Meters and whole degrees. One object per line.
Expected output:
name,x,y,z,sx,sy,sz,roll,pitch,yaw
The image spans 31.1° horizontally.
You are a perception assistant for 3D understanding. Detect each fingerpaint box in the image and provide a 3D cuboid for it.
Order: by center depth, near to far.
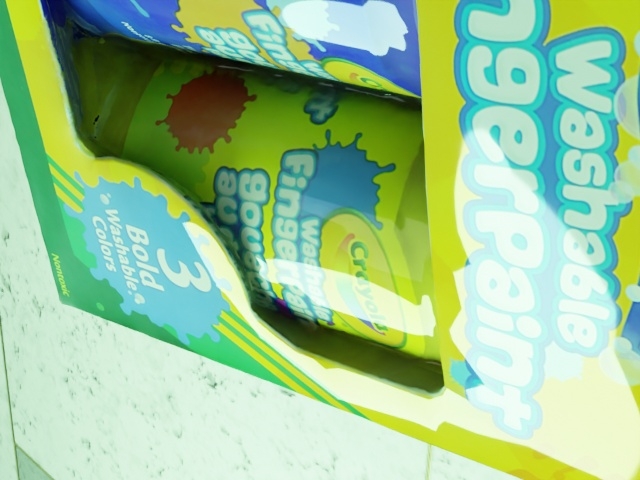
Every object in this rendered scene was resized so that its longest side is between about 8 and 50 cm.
fingerpaint box,0.024,-0.136,0.471,0.371,0.163,0.444,17,130,30
